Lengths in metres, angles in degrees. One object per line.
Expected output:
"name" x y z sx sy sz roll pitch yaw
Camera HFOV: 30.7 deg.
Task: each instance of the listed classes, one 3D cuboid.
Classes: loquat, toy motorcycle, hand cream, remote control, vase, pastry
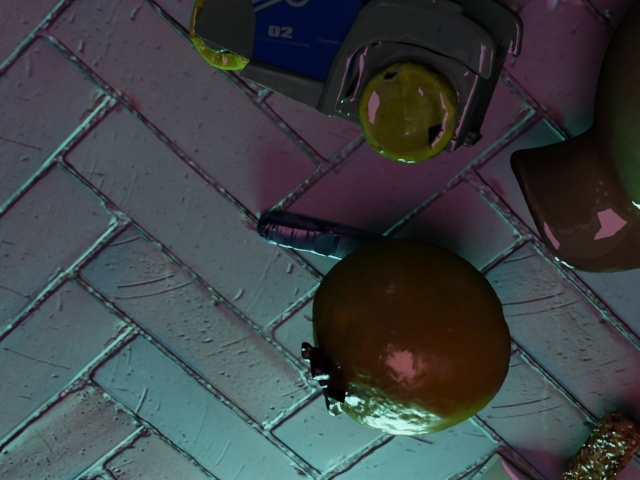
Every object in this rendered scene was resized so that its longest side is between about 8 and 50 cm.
"loquat" 0.090 0.112 1.300 0.244 0.244 0.244 2 120 4
"toy motorcycle" 0.031 -0.221 1.162 0.326 0.191 0.200 24 113 11
"hand cream" 0.281 0.350 1.542 0.174 0.047 0.076 33 119 -4
"remote control" 0.000 -0.001 1.367 0.152 0.027 0.043 12 116 -5
"vase" 0.401 -0.105 1.181 0.329 0.241 0.302 9 138 -30
"pastry" 0.348 0.276 1.468 0.063 0.087 0.169 41 121 20
